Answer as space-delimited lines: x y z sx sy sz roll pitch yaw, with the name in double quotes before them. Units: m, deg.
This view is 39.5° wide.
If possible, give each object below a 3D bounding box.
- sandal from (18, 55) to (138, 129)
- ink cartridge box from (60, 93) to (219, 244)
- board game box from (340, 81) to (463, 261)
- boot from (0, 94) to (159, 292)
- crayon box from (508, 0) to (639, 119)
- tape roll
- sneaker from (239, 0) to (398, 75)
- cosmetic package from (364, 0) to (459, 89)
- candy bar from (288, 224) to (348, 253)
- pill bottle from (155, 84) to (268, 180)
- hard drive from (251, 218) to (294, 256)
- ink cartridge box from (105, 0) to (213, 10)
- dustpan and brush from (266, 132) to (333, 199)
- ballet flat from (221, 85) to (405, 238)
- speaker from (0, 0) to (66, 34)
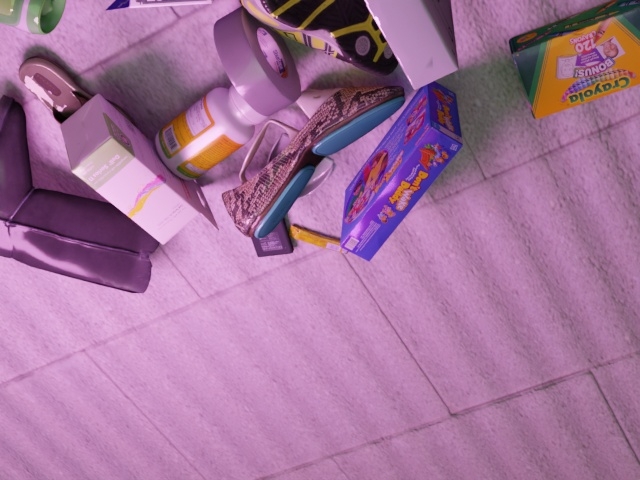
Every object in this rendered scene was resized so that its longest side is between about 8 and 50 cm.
"sandal" -0.544 -0.283 1.980 0.303 0.086 0.120 36 121 -23
"ink cartridge box" -0.392 -0.133 1.952 0.119 0.207 0.353 -39 130 8
"board game box" 0.169 -0.153 1.929 0.078 0.233 0.347 28 123 -14
"boot" -0.576 -0.095 2.067 0.445 0.146 0.367 17 95 -19
"crayon box" 0.547 -0.378 1.832 0.279 0.081 0.165 -18 122 17
"tape roll" -0.126 -0.366 1.808 0.072 0.219 0.219 -26 120 20
"sneaker" 0.011 -0.447 1.785 0.385 0.147 0.145 22 89 -37
"cosmetic package" 0.143 -0.484 1.606 0.097 0.377 0.284 -21 122 19
"candy bar" 0.000 0.000 2.183 0.162 0.018 0.040 16 134 -7
"pill bottle" -0.231 -0.248 1.952 0.246 0.136 0.136 -32 117 24
"hard drive" -0.127 -0.022 2.172 0.094 0.022 0.135 -6 125 15
"ink cartridge box" -0.297 -0.499 1.736 0.208 0.206 0.045 -3 119 6
"dustpan and brush" -0.082 -0.127 2.073 0.147 0.060 0.211 28 123 -15
"ballet flat" -0.042 -0.213 1.944 0.483 0.164 0.182 -43 77 16
"speaker" -0.666 -0.515 1.774 0.297 0.131 0.131 23 125 3
